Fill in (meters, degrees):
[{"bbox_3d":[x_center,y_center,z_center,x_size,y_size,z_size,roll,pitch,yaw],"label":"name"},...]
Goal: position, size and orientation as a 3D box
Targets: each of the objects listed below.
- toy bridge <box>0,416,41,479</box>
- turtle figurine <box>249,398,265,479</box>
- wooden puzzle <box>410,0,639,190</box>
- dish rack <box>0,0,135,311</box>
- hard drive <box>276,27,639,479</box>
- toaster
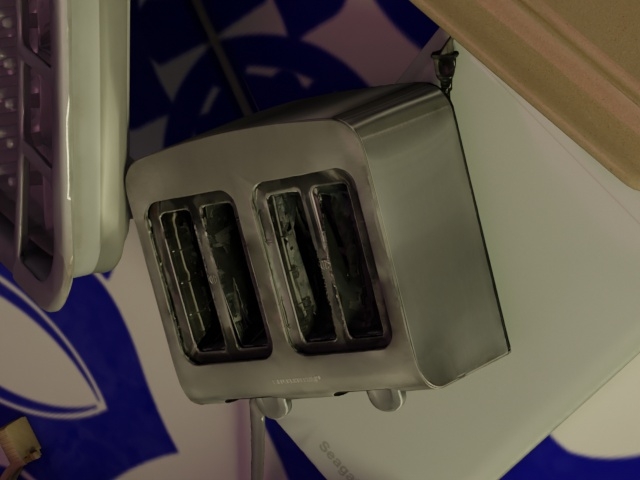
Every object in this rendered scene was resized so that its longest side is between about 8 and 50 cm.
[{"bbox_3d":[-0.289,0.197,1.099,0.188,0.026,0.063,-23,95,37],"label":"toy bridge"},{"bbox_3d":[-0.116,0.296,0.912,0.275,0.198,0.266,-32,91,40],"label":"turtle figurine"},{"bbox_3d":[0.151,-0.172,0.629,0.221,0.044,0.238,42,127,7],"label":"wooden puzzle"},{"bbox_3d":[-0.188,-0.137,0.830,0.333,0.072,0.285,32,125,52],"label":"dish rack"},{"bbox_3d":[0.075,0.029,0.791,0.203,0.040,0.307,48,125,12],"label":"hard drive"},{"bbox_3d":[0.000,0.000,0.737,0.168,0.110,0.185,-8,101,34],"label":"toaster"}]
